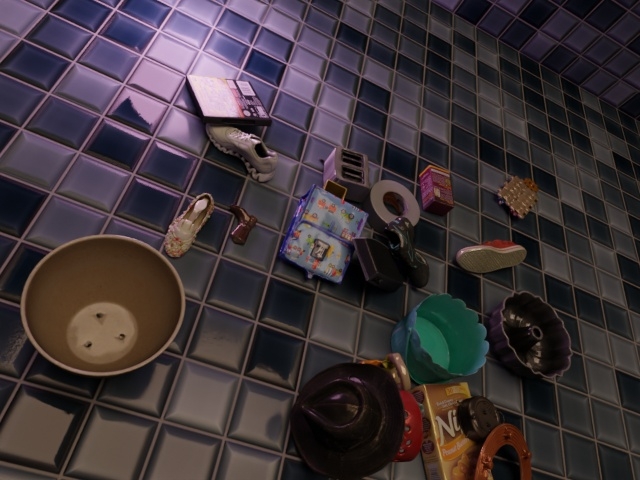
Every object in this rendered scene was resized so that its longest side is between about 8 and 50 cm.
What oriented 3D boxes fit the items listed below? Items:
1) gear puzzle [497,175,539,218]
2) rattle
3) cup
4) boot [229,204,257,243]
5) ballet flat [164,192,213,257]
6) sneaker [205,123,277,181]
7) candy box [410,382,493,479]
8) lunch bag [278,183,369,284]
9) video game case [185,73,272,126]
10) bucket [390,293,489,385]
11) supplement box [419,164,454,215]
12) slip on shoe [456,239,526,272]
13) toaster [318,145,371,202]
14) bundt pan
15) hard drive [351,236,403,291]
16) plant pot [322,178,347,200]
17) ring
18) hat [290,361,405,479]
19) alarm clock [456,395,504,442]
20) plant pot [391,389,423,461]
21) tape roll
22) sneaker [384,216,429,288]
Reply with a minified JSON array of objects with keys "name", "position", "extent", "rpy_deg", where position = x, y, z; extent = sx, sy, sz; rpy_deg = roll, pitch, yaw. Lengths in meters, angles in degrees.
[{"name":"gear puzzle","position":[0.941,-0.219,2.275],"extent":[0.175,0.044,0.339],"rpy_deg":[48,49,8]},{"name":"rattle","position":[0.211,0.449,1.450],"extent":[0.143,0.130,0.199],"rpy_deg":[-7,76,-30]},{"name":"cup","position":[-0.514,0.185,1.146],"extent":[0.331,0.237,0.331],"rpy_deg":[13,57,-21]},{"name":"boot","position":[-0.269,-0.050,1.545],"extent":[0.106,0.037,0.114],"rpy_deg":[30,57,-6]},{"name":"ballet flat","position":[-0.396,-0.058,1.455],"extent":[0.091,0.077,0.241],"rpy_deg":[29,53,-11]},{"name":"sneaker","position":[-0.266,-0.336,1.666],"extent":[0.292,0.118,0.110],"rpy_deg":[38,53,-1]},{"name":"candy box","position":[0.395,0.601,1.461],"extent":[0.183,0.087,0.316],"rpy_deg":[7,60,-27]},{"name":"lunch bag","position":[0.000,0.000,1.615],"extent":[0.221,0.138,0.293],"rpy_deg":[27,65,-13]},{"name":"video game case","position":[-0.335,-0.506,1.738],"extent":[0.248,0.035,0.274],"rpy_deg":[-4,48,-30]},{"name":"bucket","position":[0.376,0.328,1.557],"extent":[0.281,0.183,0.281],"rpy_deg":[13,57,-20]},{"name":"supplement box","position":[0.482,-0.207,1.998],"extent":[0.104,0.081,0.188],"rpy_deg":[15,56,-20]},{"name":"slip on shoe","position":[0.676,0.055,1.937],"extent":[0.331,0.123,0.101],"rpy_deg":[-5,32,-24]},{"name":"toaster","position":[0.095,-0.249,1.804],"extent":[0.186,0.110,0.168],"rpy_deg":[14,55,-19]},{"name":"bundt pan","position":[0.754,0.358,1.773],"extent":[0.331,0.124,0.330],"rpy_deg":[13,58,-21]},{"name":"hard drive","position":[0.199,0.078,1.617],"extent":[0.255,0.054,0.172],"rpy_deg":[24,43,-58]},{"name":"plant pot","position":[0.034,-0.154,1.730],"extent":[0.081,0.083,0.081],"rpy_deg":[26,58,-12]},{"name":"ring","position":[0.551,0.717,1.415],"extent":[0.337,0.032,0.336],"rpy_deg":[6,81,-43]},{"name":"hat","position":[0.041,0.440,1.226],"extent":[0.134,0.331,0.331],"rpy_deg":[46,38,-47]},{"name":"alarm clock","position":[0.503,0.543,1.468],"extent":[0.192,0.064,0.129],"rpy_deg":[13,56,-33]},{"name":"plant pot","position":[0.165,0.512,1.332],"extent":[0.174,0.191,0.191],"rpy_deg":[8,58,-20]},{"name":"tape roll","position":[0.270,-0.123,1.844],"extent":[0.219,0.072,0.219],"rpy_deg":[14,56,-21]},{"name":"sneaker","position":[0.298,0.053,1.709],"extent":[0.106,0.101,0.267],"rpy_deg":[-23,91,-42]}]
